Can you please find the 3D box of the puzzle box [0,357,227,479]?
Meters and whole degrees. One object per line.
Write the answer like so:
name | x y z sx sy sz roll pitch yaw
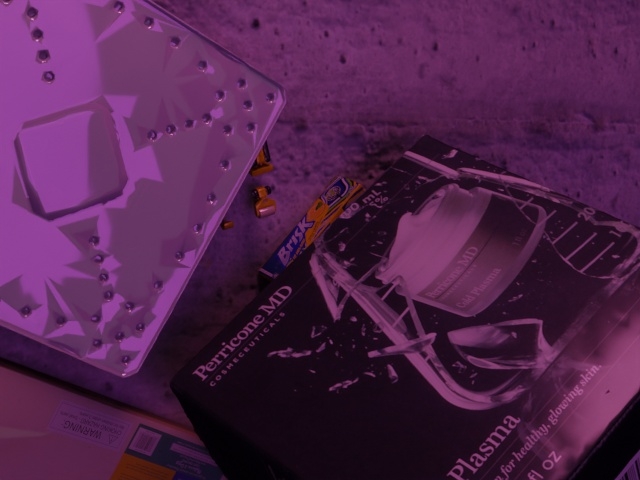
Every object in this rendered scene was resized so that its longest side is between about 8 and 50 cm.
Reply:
puzzle box | -0.318 0.313 1.464 0.409 0.052 0.272 29 88 -37

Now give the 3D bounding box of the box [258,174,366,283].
box | 0.000 0.000 1.570 0.169 0.054 0.059 -51 127 -10

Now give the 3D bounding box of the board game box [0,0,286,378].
board game box | -0.280 -0.091 1.338 0.390 0.050 0.390 30 88 -32

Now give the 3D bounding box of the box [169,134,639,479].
box | 0.175 0.189 1.442 0.480 0.472 0.297 -45 137 -20

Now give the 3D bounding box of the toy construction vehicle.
toy construction vehicle | -0.098 -0.070 1.497 0.086 0.035 0.098 -23 109 -27
